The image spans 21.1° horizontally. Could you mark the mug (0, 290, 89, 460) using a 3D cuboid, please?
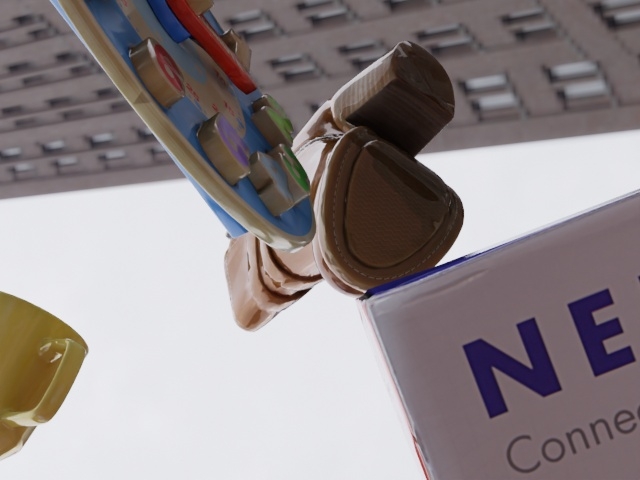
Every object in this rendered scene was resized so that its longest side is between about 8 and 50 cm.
[{"bbox_3d":[-0.143,0.061,0.758,0.062,0.078,0.064,27,-113,-5],"label":"mug"}]

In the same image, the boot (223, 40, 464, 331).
[{"bbox_3d":[0.000,0.000,0.863,0.073,0.152,0.197,38,-147,-12],"label":"boot"}]

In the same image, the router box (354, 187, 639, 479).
[{"bbox_3d":[0.213,0.092,0.367,0.335,0.082,0.301,-22,-91,-1],"label":"router box"}]

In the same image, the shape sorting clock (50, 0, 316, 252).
[{"bbox_3d":[-0.061,-0.085,0.666,0.040,0.206,0.206,-35,-63,7],"label":"shape sorting clock"}]
